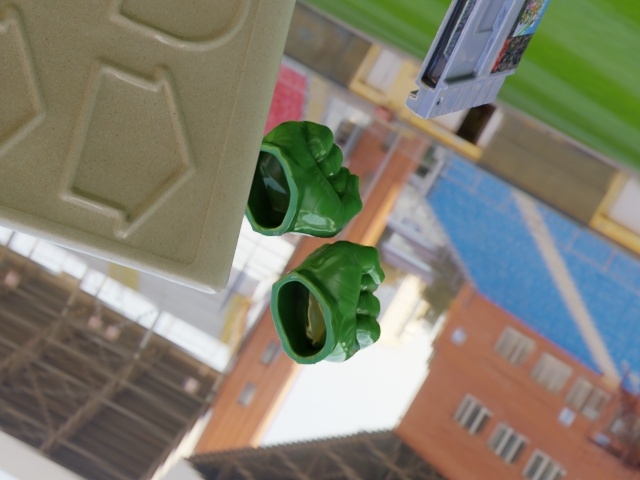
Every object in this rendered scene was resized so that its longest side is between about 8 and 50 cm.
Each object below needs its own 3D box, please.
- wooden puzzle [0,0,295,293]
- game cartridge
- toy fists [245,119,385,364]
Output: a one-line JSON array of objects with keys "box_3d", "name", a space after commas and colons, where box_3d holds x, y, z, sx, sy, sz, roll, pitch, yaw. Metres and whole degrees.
[{"box_3d": [-0.189, -0.155, 1.022, 0.347, 0.322, 0.080, 21, 165, -32], "name": "wooden puzzle"}, {"box_3d": [0.269, -0.351, 1.967, 0.068, 0.355, 0.230, 39, -148, 26], "name": "game cartridge"}, {"box_3d": [0.000, 0.000, 1.498, 0.096, 0.279, 0.142, -14, -175, 29], "name": "toy fists"}]
